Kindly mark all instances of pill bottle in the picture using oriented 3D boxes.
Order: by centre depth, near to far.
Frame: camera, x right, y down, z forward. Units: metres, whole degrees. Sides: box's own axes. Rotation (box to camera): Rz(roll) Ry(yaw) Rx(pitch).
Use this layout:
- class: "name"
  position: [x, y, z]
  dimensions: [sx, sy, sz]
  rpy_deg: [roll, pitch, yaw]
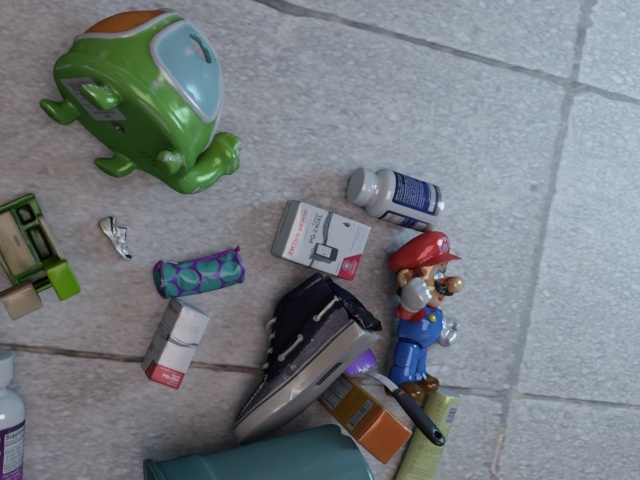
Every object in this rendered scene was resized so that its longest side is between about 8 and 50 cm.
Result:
- class: "pill bottle"
  position: [-0.548, 0.323, 1.268]
  dimensions: [0.169, 0.169, 0.301]
  rpy_deg: [2, 95, -21]
- class: "pill bottle"
  position: [0.139, -0.080, 1.525]
  dimensions: [0.169, 0.094, 0.094]
  rpy_deg: [17, 90, -22]

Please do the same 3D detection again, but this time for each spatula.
- class: "spatula"
  position: [0.119, 0.262, 1.475]
  dimensions: [0.084, 0.296, 0.030]
  rpy_deg: [-16, 135, -38]

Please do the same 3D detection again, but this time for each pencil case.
- class: "pencil case"
  position: [-0.211, 0.056, 1.423]
  dimensions: [0.152, 0.064, 0.070]
  rpy_deg: [-11, 111, -20]

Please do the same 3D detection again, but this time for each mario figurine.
- class: "mario figurine"
  position: [0.210, 0.143, 1.530]
  dimensions: [0.170, 0.198, 0.320]
  rpy_deg: [4, 99, -9]

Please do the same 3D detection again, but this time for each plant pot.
- class: "plant pot"
  position: [-0.089, 0.480, 1.376]
  dimensions: [0.334, 0.341, 0.341]
  rpy_deg: [-15, 101, -22]

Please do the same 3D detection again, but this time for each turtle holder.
- class: "turtle holder"
  position: [-0.246, -0.217, 1.289]
  dimensions: [0.320, 0.243, 0.227]
  rpy_deg: [37, 65, -11]

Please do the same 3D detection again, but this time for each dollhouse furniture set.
- class: "dollhouse furniture set"
  position: [-0.538, 0.062, 1.227]
  dimensions: [0.302, 0.197, 0.151]
  rpy_deg: [-26, 106, -17]

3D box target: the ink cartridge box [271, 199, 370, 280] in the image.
- class: "ink cartridge box"
  position: [0.000, 0.000, 1.497]
  dimensions: [0.150, 0.063, 0.109]
  rpy_deg: [19, 89, -22]

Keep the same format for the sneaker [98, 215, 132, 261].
- class: "sneaker"
  position: [-0.339, -0.004, 1.385]
  dimensions: [0.037, 0.032, 0.083]
  rpy_deg: [-35, 107, -14]

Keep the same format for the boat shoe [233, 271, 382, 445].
- class: "boat shoe"
  position: [-0.056, 0.209, 1.485]
  dimensions: [0.340, 0.127, 0.158]
  rpy_deg: [-43, 66, 8]

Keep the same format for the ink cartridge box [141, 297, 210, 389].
- class: "ink cartridge box"
  position: [-0.249, 0.174, 1.402]
  dimensions: [0.056, 0.099, 0.135]
  rpy_deg: [25, 87, -21]

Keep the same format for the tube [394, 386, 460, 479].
- class: "tube"
  position: [0.210, 0.411, 1.631]
  dimensions: [0.070, 0.062, 0.240]
  rpy_deg: [20, 95, 22]

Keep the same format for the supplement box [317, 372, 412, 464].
- class: "supplement box"
  position: [0.072, 0.310, 1.468]
  dimensions: [0.078, 0.233, 0.080]
  rpy_deg: [43, 86, -19]
